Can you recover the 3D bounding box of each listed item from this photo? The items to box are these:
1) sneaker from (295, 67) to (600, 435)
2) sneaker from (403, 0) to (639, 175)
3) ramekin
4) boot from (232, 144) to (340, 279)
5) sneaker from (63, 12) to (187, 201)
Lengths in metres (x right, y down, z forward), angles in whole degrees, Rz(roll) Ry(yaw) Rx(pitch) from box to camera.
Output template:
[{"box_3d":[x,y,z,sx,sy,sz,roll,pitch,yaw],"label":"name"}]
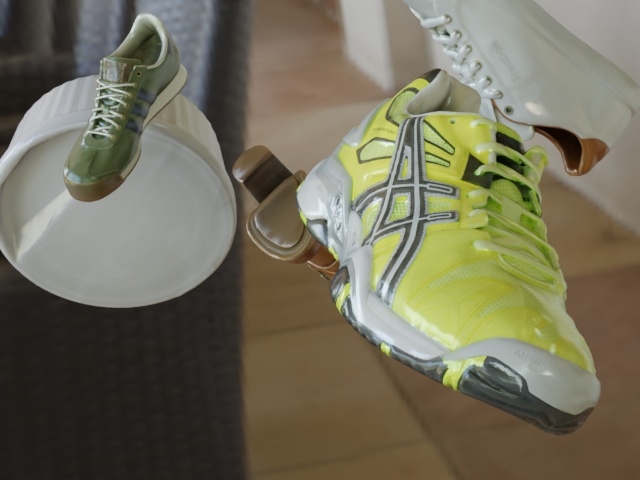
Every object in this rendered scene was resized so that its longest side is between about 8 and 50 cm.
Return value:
[{"box_3d":[0.089,-0.008,1.228,0.145,0.147,0.385,27,14,-28],"label":"sneaker"},{"box_3d":[0.160,-0.160,1.687,0.290,0.123,0.106,33,-7,-15],"label":"sneaker"},{"box_3d":[-0.228,-0.064,2.041,0.272,0.273,0.127,-8,42,4],"label":"ramekin"},{"box_3d":[0.000,0.000,1.688,0.073,0.152,0.197,-39,29,9],"label":"boot"},{"box_3d":[-0.187,-0.130,1.684,0.064,0.086,0.192,12,50,22],"label":"sneaker"}]
